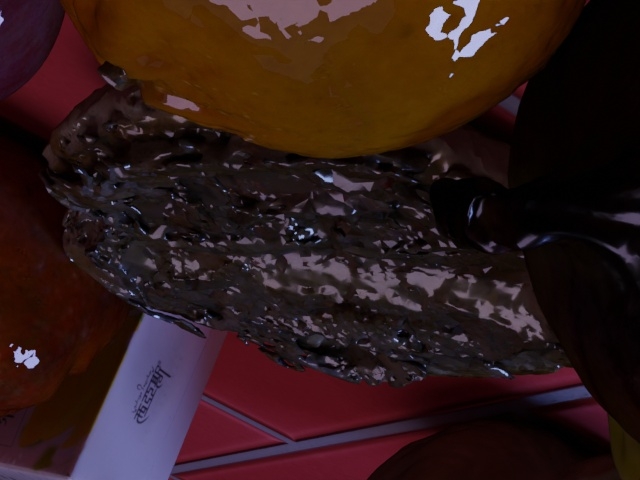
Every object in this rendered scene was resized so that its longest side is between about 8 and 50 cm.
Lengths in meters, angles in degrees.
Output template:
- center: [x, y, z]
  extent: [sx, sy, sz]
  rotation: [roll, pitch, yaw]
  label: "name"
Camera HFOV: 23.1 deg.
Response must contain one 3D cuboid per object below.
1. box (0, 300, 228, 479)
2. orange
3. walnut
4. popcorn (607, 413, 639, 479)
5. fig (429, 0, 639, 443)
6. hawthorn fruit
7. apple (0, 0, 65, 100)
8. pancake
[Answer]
- center: [-0.227, 0.118, 1.327]
  extent: [0.260, 0.194, 0.111]
  rotation: [4, 152, 36]
  label: "box"
- center: [-0.004, -0.131, 0.554]
  extent: [0.219, 0.193, 0.219]
  rotation: [18, 175, 1]
  label: "orange"
- center: [0.154, 0.284, 1.257]
  extent: [0.296, 0.285, 0.285]
  rotation: [43, 169, 27]
  label: "walnut"
- center: [0.286, 0.156, 0.810]
  extent: [0.292, 0.294, 0.334]
  rotation: [-2, 152, 3]
  label: "popcorn"
- center: [0.177, -0.013, 0.591]
  extent: [0.235, 0.235, 0.214]
  rotation: [8, -172, 31]
  label: "fig"
- center: [-0.274, 0.004, 1.110]
  extent: [0.211, 0.211, 0.299]
  rotation: [-6, 136, 50]
  label: "hawthorn fruit"
- center: [-0.200, -0.141, 0.798]
  extent: [0.153, 0.120, 0.153]
  rotation: [17, 152, 9]
  label: "apple"
- center: [0.000, 0.001, 0.980]
  extent: [0.382, 0.071, 0.382]
  rotation: [11, 154, 5]
  label: "pancake"
